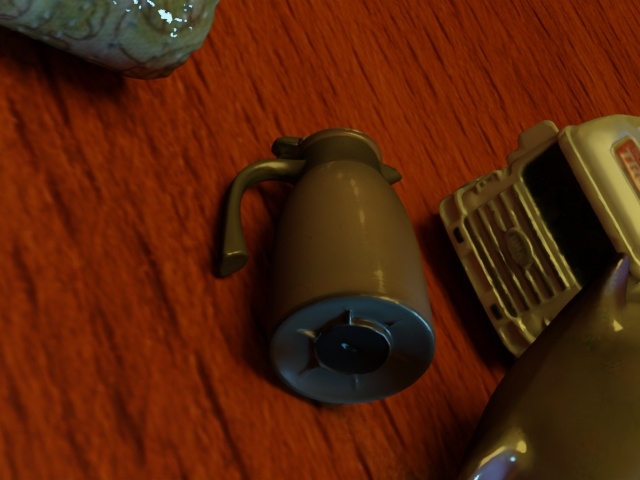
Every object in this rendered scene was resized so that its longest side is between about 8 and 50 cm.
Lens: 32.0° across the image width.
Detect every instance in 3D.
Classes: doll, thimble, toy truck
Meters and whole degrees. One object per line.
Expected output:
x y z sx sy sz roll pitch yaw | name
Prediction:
0.262 0.200 0.773 0.370 0.215 0.226 41 -6 -2 | doll
-0.143 -0.208 0.715 0.143 0.137 0.190 19 63 -35 | thimble
0.290 -0.013 0.991 0.387 0.207 0.173 -4 63 -50 | toy truck

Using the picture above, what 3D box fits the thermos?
0.000 0.000 0.754 0.137 0.105 0.193 5 45 -8 | thermos
